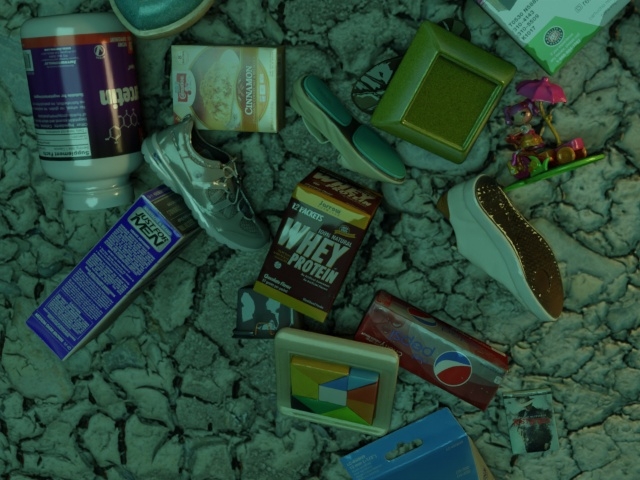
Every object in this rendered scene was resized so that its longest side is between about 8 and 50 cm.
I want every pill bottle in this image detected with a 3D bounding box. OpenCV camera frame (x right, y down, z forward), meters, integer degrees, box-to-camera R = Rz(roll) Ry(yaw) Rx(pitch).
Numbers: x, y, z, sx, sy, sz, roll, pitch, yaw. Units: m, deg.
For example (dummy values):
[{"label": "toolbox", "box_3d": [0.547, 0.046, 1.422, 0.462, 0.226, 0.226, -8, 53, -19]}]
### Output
[{"label": "pill bottle", "box_3d": [-0.400, -0.222, 1.470, 0.181, 0.181, 0.323, -2, 105, 12]}]

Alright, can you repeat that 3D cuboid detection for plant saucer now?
[{"label": "plant saucer", "box_3d": [0.204, -0.228, 1.377, 0.188, 0.045, 0.188, 21, 110, -21]}]

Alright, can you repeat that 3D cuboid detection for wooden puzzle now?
[{"label": "wooden puzzle", "box_3d": [0.023, 0.264, 1.538, 0.220, 0.044, 0.239, 11, 135, 9]}]

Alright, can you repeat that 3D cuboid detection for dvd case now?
[{"label": "dvd case", "box_3d": [0.380, 0.327, 1.545, 0.087, 0.013, 0.120, -8, 102, 14]}]

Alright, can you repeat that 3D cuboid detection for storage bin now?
[{"label": "storage bin", "box_3d": [-0.094, 0.129, 1.552, 0.135, 0.098, 0.091, -2, 94, 12]}]

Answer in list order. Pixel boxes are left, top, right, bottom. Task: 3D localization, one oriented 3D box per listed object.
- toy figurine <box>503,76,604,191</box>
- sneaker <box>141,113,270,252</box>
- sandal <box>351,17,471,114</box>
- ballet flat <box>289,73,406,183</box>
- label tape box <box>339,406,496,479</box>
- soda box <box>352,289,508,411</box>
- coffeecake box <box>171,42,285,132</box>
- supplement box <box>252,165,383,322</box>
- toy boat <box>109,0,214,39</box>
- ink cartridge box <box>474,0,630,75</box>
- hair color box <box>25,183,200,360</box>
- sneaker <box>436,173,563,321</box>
[{"label": "toy figurine", "box_3d": [0.350, -0.179, 1.383, 0.173, 0.130, 0.159, -21, 86, 40]}, {"label": "sneaker", "box_3d": [-0.176, -0.092, 1.472, 0.115, 0.105, 0.281, -36, 114, 20]}, {"label": "sandal", "box_3d": [0.149, -0.285, 1.410, 0.219, 0.060, 0.090, -41, 101, 4]}, {"label": "ballet flat", "box_3d": [0.040, -0.175, 1.455, 0.086, 0.086, 0.248, -43, 92, 18]}, {"label": "label tape box", "box_3d": [0.216, 0.517, 1.578, 0.249, 0.115, 0.348, -30, 99, 17]}, {"label": "soda box", "box_3d": [0.194, 0.191, 1.510, 0.263, 0.083, 0.092, 28, 108, 4]}, {"label": "coffeecake box", "box_3d": [-0.156, -0.263, 1.468, 0.185, 0.068, 0.143, 4, 106, 11]}, {"label": "supplement box", "box_3d": [0.000, 0.000, 1.441, 0.129, 0.191, 0.194, 25, 107, 4]}, {"label": "toy boat", "box_3d": [-0.308, -0.464, 1.367, 0.318, 0.148, 0.268, 13, 78, 7]}, {"label": "ink cartridge box", "box_3d": [0.325, -0.421, 1.301, 0.278, 0.117, 0.201, 44, 109, -3]}, {"label": "hair color box", "box_3d": [-0.353, 0.047, 1.530, 0.339, 0.185, 0.110, -42, 92, 18]}, {"label": "sneaker", "box_3d": [0.304, 0.019, 1.452, 0.123, 0.106, 0.290, -19, 111, 50]}]
